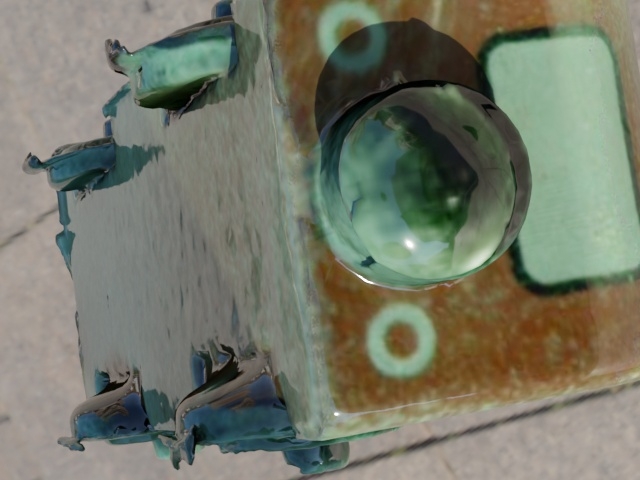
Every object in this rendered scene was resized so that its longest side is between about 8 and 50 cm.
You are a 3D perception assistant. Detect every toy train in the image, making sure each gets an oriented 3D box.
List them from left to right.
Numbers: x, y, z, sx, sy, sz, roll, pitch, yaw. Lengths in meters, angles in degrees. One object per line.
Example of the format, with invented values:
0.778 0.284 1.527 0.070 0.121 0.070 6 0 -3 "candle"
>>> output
0.000 0.000 0.481 0.326 0.159 0.129 161 99 -70 "toy train"
